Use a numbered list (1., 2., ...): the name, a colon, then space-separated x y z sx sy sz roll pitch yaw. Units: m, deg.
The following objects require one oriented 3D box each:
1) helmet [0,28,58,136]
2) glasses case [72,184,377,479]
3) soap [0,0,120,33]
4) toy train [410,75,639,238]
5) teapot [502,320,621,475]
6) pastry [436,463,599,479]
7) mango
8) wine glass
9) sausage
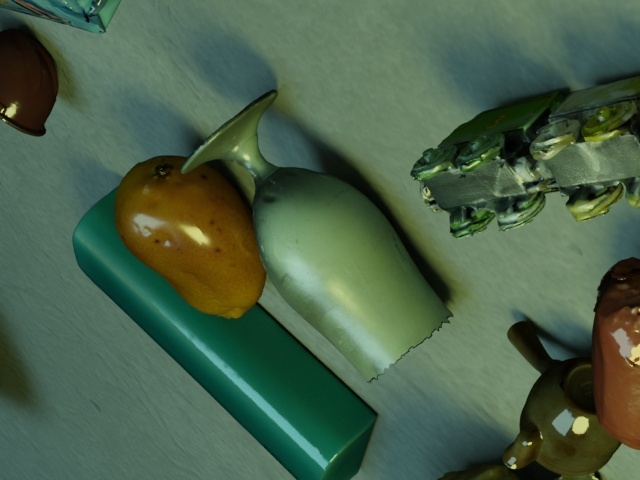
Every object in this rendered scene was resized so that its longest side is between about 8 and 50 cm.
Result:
1. helmet: -0.254 -0.142 1.561 0.111 0.057 0.089 45 -163 20
2. glasses case: -0.086 0.090 1.600 0.301 0.070 0.117 41 154 16
3. soap: -0.191 -0.226 1.238 0.077 0.156 0.293 28 173 -41
4. toy train: 0.132 -0.048 1.043 0.202 0.081 0.060 -11 117 54
5. teapot: 0.147 0.097 1.220 0.110 0.085 0.080 61 159 24
6. pastry: 0.151 0.305 1.413 0.329 0.136 0.329 43 154 27
7. mango: -0.090 -0.004 1.463 0.105 0.084 0.159 4 152 37
8. wine glass: 0.000 0.000 1.305 0.202 0.093 0.093 50 155 0
9. sausage: 0.192 0.069 1.105 0.076 0.076 0.141 33 149 32
